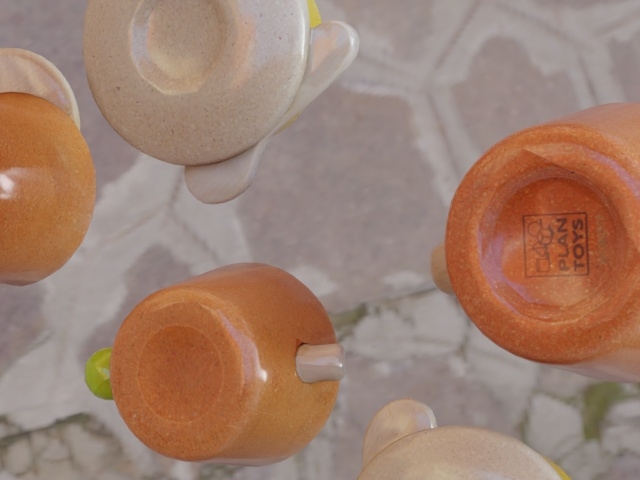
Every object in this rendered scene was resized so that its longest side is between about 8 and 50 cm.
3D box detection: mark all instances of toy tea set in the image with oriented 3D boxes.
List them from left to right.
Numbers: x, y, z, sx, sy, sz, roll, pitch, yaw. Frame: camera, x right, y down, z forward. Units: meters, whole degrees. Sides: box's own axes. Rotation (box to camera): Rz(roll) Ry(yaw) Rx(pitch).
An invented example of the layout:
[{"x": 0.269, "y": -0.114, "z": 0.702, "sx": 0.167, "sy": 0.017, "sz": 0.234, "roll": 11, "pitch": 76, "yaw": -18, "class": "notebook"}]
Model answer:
[{"x": 0.000, "y": 0.000, "z": 0.706, "sx": 0.200, "sy": 0.336, "sz": 0.124, "roll": -63, "pitch": 158, "yaw": 12, "class": "toy tea set"}]
